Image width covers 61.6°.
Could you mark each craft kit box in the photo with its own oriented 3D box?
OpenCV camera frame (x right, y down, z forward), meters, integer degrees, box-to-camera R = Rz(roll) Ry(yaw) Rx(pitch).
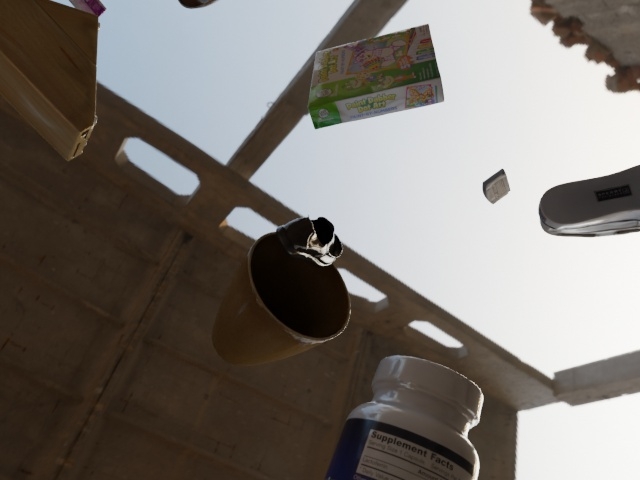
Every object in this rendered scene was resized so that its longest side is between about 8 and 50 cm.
[{"bbox_3d":[0.106,-0.328,1.059,0.250,0.246,0.061,-86,-22,-47],"label":"craft kit box"}]

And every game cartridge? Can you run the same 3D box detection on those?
[{"bbox_3d":[0.367,-0.111,1.124,0.017,0.056,0.083,54,-176,38],"label":"game cartridge"}]

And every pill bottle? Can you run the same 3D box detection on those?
[{"bbox_3d":[0.079,0.267,0.566,0.153,0.153,0.265,35,-120,-16],"label":"pill bottle"}]

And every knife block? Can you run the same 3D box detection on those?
[{"bbox_3d":[-0.434,-0.264,0.725,0.242,0.088,0.276,6,-113,-33],"label":"knife block"}]

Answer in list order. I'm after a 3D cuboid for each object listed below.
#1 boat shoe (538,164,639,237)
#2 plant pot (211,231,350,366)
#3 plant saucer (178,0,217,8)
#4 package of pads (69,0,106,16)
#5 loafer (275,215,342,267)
[{"bbox_3d":[0.459,-0.056,0.796,0.084,0.258,0.095,51,-141,-60],"label":"boat shoe"},{"bbox_3d":[-0.108,0.151,1.090,0.237,0.254,0.237,27,-140,-25],"label":"plant pot"},{"bbox_3d":[-0.210,-0.543,1.059,0.036,0.198,0.199,17,-126,-50],"label":"plant saucer"},{"bbox_3d":[-0.495,-0.503,1.124,0.083,0.032,0.050,52,-134,-39],"label":"package of pads"},{"bbox_3d":[0.000,0.000,1.017,0.080,0.078,0.220,64,-162,14],"label":"loafer"}]
